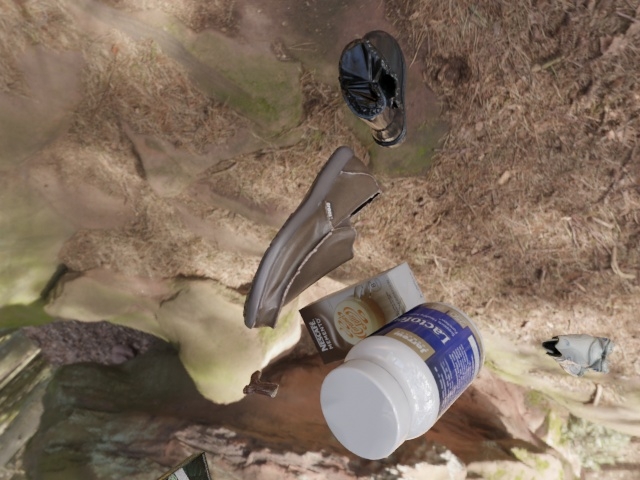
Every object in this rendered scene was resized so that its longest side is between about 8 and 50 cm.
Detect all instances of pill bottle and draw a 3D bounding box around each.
[{"bbox_3d":[0.128,0.198,0.693,0.153,0.265,0.153,11,108,37],"label":"pill bottle"}]

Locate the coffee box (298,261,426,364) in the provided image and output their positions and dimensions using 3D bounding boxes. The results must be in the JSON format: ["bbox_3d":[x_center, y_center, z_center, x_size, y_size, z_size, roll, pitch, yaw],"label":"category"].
[{"bbox_3d":[0.094,0.159,0.986,0.247,0.098,0.141,-28,86,35],"label":"coffee box"}]

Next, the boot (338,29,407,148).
[{"bbox_3d":[0.095,-0.300,0.811,0.094,0.207,0.246,-9,80,18],"label":"boot"}]

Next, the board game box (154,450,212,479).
[{"bbox_3d":[-0.178,0.450,0.641,0.031,0.136,0.259,-18,84,21],"label":"board game box"}]

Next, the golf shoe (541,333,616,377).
[{"bbox_3d":[0.405,0.177,0.758,0.086,0.069,0.176,16,164,17],"label":"golf shoe"}]

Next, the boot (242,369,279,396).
[{"bbox_3d":[-0.170,0.446,1.446,0.114,0.106,0.037,-7,115,25],"label":"boot"}]

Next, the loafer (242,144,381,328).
[{"bbox_3d":[0.000,0.000,0.774,0.130,0.365,0.134,32,159,-2],"label":"loafer"}]
